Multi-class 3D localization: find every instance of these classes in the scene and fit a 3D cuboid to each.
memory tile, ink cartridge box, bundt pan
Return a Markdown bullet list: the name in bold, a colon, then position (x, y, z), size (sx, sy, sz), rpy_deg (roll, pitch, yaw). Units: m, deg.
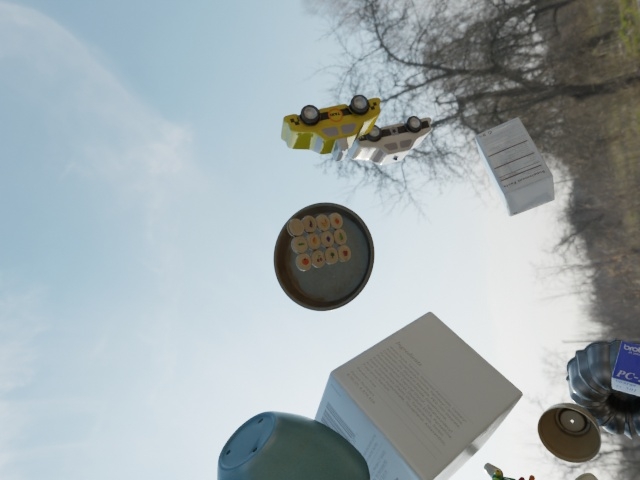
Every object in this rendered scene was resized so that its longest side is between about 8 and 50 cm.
- **memory tile**: position (0.000, 0.000, 1.011), size (0.148, 0.012, 0.113), rpy_deg (-11, -95, -37)
- **ink cartridge box**: position (0.695, 0.270, 0.920), size (0.097, 0.207, 0.046), rpy_deg (-51, -49, -32)
- **bundt pan**: position (0.914, 0.464, 1.422), size (0.124, 0.330, 0.331), rpy_deg (-46, -61, -47)

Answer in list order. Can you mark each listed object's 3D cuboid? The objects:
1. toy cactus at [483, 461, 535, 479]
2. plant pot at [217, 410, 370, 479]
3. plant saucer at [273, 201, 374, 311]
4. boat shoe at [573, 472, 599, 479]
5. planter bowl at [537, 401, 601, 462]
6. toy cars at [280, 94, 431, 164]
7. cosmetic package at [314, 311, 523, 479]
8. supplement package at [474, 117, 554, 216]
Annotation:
- **toy cactus**: position (0.679, 0.876, 1.738), size (0.219, 0.180, 0.112), rpy_deg (15, -86, -30)
- **plant pot**: position (-0.081, 0.442, 0.893), size (0.195, 0.290, 0.290), rpy_deg (54, -143, -13)
- **plant saucer**: position (0.009, 0.041, 1.208), size (0.041, 0.277, 0.278), rpy_deg (19, -116, -66)
- **boat shoe**: position (0.745, 0.780, 1.387), size (0.254, 0.079, 0.095), rpy_deg (-27, -117, -40)
- **planter bowl**: position (0.724, 0.539, 1.372), size (0.109, 0.162, 0.162), rpy_deg (-12, -89, -56)
- **toy cars**: position (0.091, -0.199, 0.953), size (0.393, 0.176, 0.087), rpy_deg (-3, -107, -51)
- **cosmetic package**: position (0.236, 0.464, 1.250), size (0.393, 0.327, 0.329), rpy_deg (-22, -40, -35)
- **supplement package**: position (0.434, -0.164, 1.062), size (0.105, 0.105, 0.179), rpy_deg (46, -153, -53)
